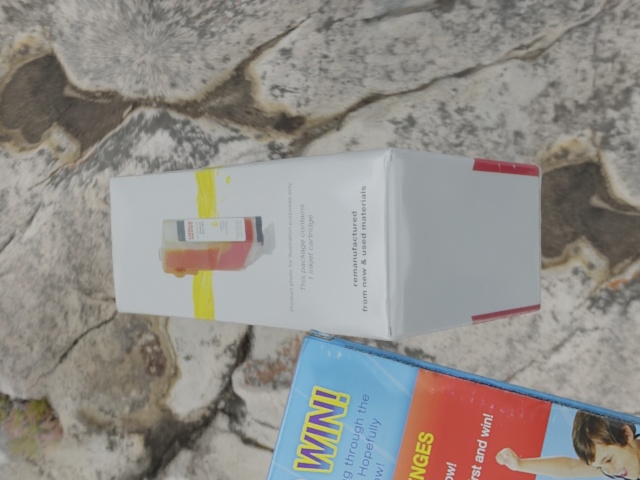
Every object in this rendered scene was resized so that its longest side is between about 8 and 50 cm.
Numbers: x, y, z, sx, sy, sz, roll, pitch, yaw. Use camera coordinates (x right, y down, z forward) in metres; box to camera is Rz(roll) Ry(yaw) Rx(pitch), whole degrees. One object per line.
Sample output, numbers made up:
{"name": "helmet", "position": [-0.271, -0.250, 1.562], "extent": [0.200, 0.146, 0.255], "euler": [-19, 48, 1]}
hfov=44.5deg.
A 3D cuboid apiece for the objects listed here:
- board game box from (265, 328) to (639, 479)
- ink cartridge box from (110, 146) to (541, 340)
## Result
{"name": "board game box", "position": [0.103, 0.226, 0.347], "extent": [0.301, 0.086, 0.308], "euler": [14, 83, 10]}
{"name": "ink cartridge box", "position": [0.000, 0.000, 0.837], "extent": [0.279, 0.384, 0.161], "euler": [-3, 93, -49]}
